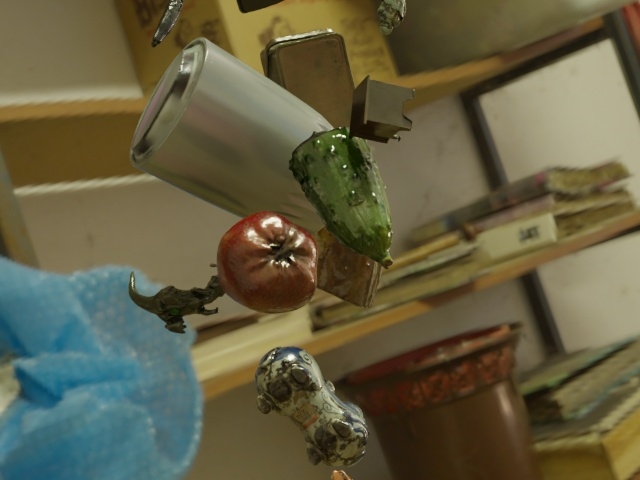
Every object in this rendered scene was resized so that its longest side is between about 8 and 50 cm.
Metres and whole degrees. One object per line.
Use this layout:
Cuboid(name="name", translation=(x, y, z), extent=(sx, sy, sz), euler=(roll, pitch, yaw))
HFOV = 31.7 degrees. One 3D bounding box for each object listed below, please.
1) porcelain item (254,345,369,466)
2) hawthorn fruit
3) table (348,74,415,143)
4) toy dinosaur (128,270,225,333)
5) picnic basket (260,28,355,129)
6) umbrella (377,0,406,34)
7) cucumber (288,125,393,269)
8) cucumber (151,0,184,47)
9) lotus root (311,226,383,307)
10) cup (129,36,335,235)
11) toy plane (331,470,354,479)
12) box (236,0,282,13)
Cuboid(name="porcelain item", translation=(-0.007, 0.331, 2.311), extent=(0.138, 0.288, 0.186), euler=(-45, -3, 20))
Cuboid(name="hawthorn fruit", translation=(-0.092, 0.046, 1.720), extent=(0.163, 0.162, 0.203), euler=(-19, -8, -25))
Cuboid(name="table", translation=(0.098, -0.204, 1.788), extent=(0.082, 0.083, 0.070), euler=(11, -18, -15))
Cuboid(name="toy dinosaur", translation=(-0.250, 0.101, 2.048), extent=(0.187, 0.087, 0.179), euler=(-10, 14, -12))
Cuboid(name="picnic basket", translation=(-0.020, -0.319, 2.442), extent=(0.165, 0.266, 0.139), euler=(-17, 13, -14))
Cuboid(name="umbrella", translation=(0.157, -0.509, 2.402), extent=(0.062, 0.143, 0.067), euler=(16, 10, -6))
Cuboid(name="cucumber", translation=(0.053, -0.057, 1.812), extent=(0.134, 0.244, 0.134), euler=(-23, -26, -12))
Cuboid(name="cucumber", translation=(-0.289, -0.417, 2.141), extent=(0.034, 0.134, 0.033), euler=(21, -30, -13))
Cuboid(name="lotus root", translation=(0.000, 0.000, 2.419), extent=(0.316, 0.249, 0.316), euler=(16, 6, -2))
Cuboid(name="cup", translation=(-0.139, -0.172, 2.013), extent=(0.372, 0.253, 0.253), euler=(28, -27, -25))
Cuboid(name="toy plane", translation=(0.093, 0.458, 1.999), extent=(0.188, 0.062, 0.135), euler=(16, -31, 1))
Cuboid(name="box", translation=(-0.123, -0.538, 2.291), extent=(0.126, 0.125, 0.027), euler=(-23, 26, -13))
